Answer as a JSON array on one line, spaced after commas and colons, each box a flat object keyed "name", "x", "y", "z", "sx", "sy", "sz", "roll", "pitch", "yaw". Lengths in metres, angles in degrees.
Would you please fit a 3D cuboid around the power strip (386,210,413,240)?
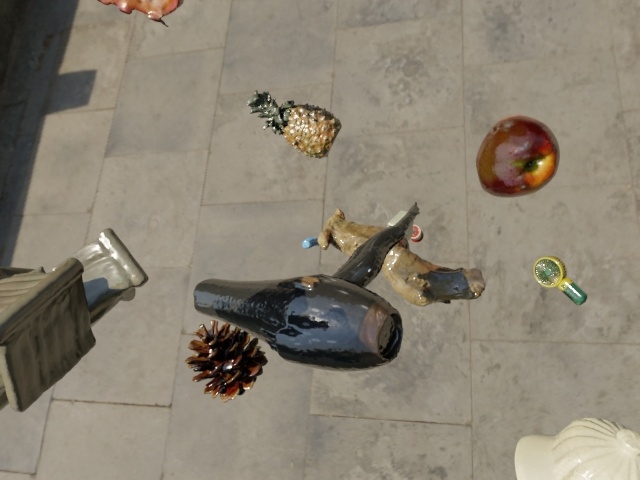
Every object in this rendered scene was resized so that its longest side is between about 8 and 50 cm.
[{"name": "power strip", "x": 0.224, "y": -0.036, "z": 1.430, "sx": 0.042, "sy": 0.175, "sz": 0.075, "roll": 13, "pitch": 119, "yaw": 25}]

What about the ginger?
[{"name": "ginger", "x": 0.134, "y": 0.037, "z": 0.901, "sx": 0.290, "sy": 0.122, "sz": 0.084, "roll": 25, "pitch": 122, "yaw": 10}]

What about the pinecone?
[{"name": "pinecone", "x": -0.321, "y": 0.382, "z": 1.727, "sx": 0.264, "sy": 0.264, "sz": 0.264, "roll": -6, "pitch": 69, "yaw": 14}]

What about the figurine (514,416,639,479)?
[{"name": "figurine", "x": 0.437, "y": 0.419, "z": 0.804, "sx": 0.204, "sy": 0.332, "sz": 0.185, "roll": -25, "pitch": 24, "yaw": 8}]

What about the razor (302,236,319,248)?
[{"name": "razor", "x": 0.000, "y": 0.000, "z": 1.851, "sx": 0.082, "sy": 0.253, "sz": 0.042, "roll": -12, "pitch": 90, "yaw": 22}]

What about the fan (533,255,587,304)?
[{"name": "fan", "x": 0.630, "y": 0.106, "z": 1.384, "sx": 0.039, "sy": 0.082, "sz": 0.155, "roll": -12, "pitch": 51, "yaw": -37}]

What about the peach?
[{"name": "peach", "x": 0.536, "y": -0.225, "z": 1.461, "sx": 0.199, "sy": 0.243, "sz": 0.243, "roll": 30, "pitch": 78, "yaw": -16}]

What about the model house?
[{"name": "model house", "x": -0.248, "y": 0.062, "z": 0.424, "sx": 0.188, "sy": 0.229, "sz": 0.122, "roll": -28, "pitch": 100, "yaw": 23}]

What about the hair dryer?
[{"name": "hair dryer", "x": 0.027, "y": 0.035, "z": 0.744, "sx": 0.303, "sy": 0.120, "sz": 0.359, "roll": 5, "pitch": 33, "yaw": 39}]

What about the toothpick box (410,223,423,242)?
[{"name": "toothpick box", "x": 0.303, "y": -0.022, "z": 1.695, "sx": 0.047, "sy": 0.083, "sz": 0.047, "roll": -3, "pitch": 80, "yaw": 17}]

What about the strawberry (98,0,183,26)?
[{"name": "strawberry", "x": -0.287, "y": -0.470, "z": 0.710, "sx": 0.280, "sy": 0.253, "sz": 0.150, "roll": 22, "pitch": 42, "yaw": -10}]

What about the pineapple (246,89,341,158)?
[{"name": "pineapple", "x": -0.057, "y": -0.247, "z": 1.083, "sx": 0.197, "sy": 0.108, "sz": 0.108, "roll": 28, "pitch": 78, "yaw": -4}]
